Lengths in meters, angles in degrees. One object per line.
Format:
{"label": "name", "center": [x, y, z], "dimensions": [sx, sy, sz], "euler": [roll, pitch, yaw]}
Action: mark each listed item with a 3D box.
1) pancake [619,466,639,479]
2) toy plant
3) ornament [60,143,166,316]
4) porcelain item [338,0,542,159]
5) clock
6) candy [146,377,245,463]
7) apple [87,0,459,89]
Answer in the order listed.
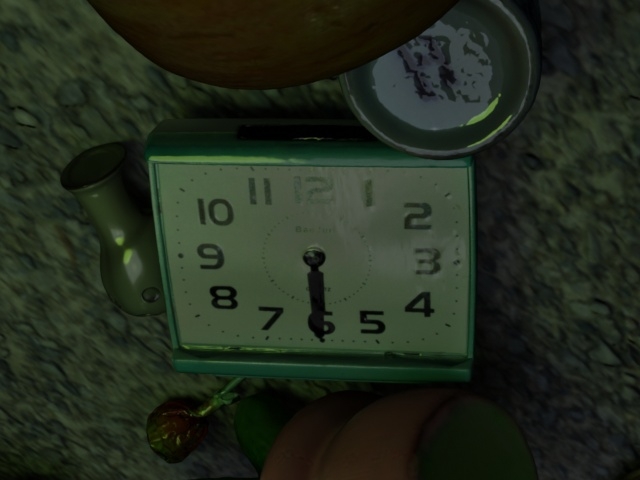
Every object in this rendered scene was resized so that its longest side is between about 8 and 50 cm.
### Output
{"label": "pancake", "center": [0.375, 0.296, 1.279], "dimensions": [0.212, 0.029, 0.235], "euler": [-33, 117, 27]}
{"label": "toy plant", "center": [-0.003, 0.237, 1.136], "dimensions": [0.317, 0.210, 0.356], "euler": [6, 169, -44]}
{"label": "ornament", "center": [-0.165, -0.003, 1.123], "dimensions": [0.081, 0.075, 0.156], "euler": [-18, 120, 5]}
{"label": "porcelain item", "center": [0.089, -0.146, 0.949], "dimensions": [0.147, 0.114, 0.147], "euler": [4, 122, 7]}
{"label": "clock", "center": [0.000, 0.000, 1.082], "dimensions": [0.262, 0.116, 0.231], "euler": [0, 121, 8]}
{"label": "candy", "center": [-0.094, 0.144, 1.241], "dimensions": [0.060, 0.060, 0.201], "euler": [41, 114, -19]}
{"label": "apple", "center": [-0.040, -0.287, 0.702], "dimensions": [0.333, 0.400, 0.400], "euler": [-40, 114, 4]}
